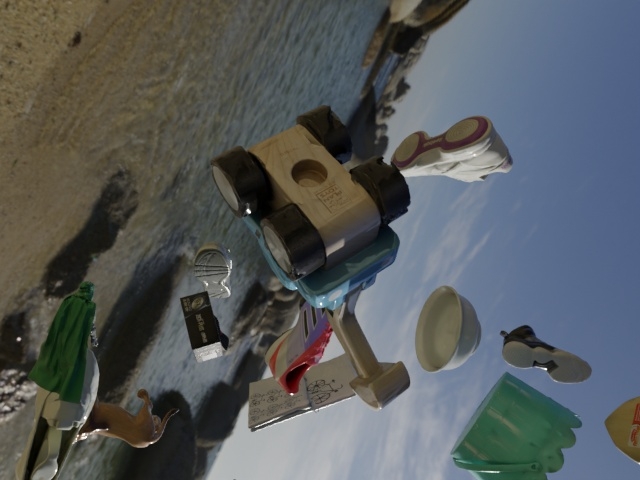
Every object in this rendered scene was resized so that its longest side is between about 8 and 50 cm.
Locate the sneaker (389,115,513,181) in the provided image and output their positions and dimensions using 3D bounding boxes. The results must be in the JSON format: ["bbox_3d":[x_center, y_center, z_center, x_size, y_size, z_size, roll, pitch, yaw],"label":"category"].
[{"bbox_3d":[0.270,-0.167,1.127,0.305,0.152,0.114,1,-121,58],"label":"sneaker"}]

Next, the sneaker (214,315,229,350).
[{"bbox_3d":[-0.347,0.290,1.626,0.057,0.075,0.161,-81,158,-47],"label":"sneaker"}]

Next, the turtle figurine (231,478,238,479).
[{"bbox_3d":[-0.181,0.813,1.476,0.266,0.274,0.198,114,-1,-61],"label":"turtle figurine"}]

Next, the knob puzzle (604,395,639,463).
[{"bbox_3d":[0.802,0.463,1.279,0.213,0.030,0.213,-36,-159,17],"label":"knob puzzle"}]

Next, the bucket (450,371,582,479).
[{"bbox_3d":[0.440,0.455,1.202,0.281,0.183,0.281,-45,156,-26],"label":"bucket"}]

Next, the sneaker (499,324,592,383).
[{"bbox_3d":[0.684,0.339,1.603,0.153,0.268,0.101,-69,174,-66],"label":"sneaker"}]

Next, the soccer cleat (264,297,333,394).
[{"bbox_3d":[-0.014,0.214,1.192,0.318,0.108,0.116,-55,-132,23],"label":"soccer cleat"}]

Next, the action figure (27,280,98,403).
[{"bbox_3d":[-0.502,0.194,1.058,0.063,0.137,0.232,2,106,-77],"label":"action figure"}]

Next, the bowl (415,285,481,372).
[{"bbox_3d":[0.451,0.312,1.775,0.298,0.134,0.298,-165,-90,-76],"label":"bowl"}]

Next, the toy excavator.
[{"bbox_3d":[0.024,0.058,0.938,0.222,0.433,0.445,-32,153,-19],"label":"toy excavator"}]

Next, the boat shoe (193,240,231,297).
[{"bbox_3d":[-0.346,0.086,1.714,0.320,0.118,0.103,92,-5,-60],"label":"boat shoe"}]

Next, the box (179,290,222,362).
[{"bbox_3d":[-0.327,0.242,1.443,0.180,0.077,0.148,108,-35,-64],"label":"box"}]

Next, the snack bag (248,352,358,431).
[{"bbox_3d":[-0.046,0.428,1.526,0.323,0.342,0.037,-138,-149,-82],"label":"snack bag"}]

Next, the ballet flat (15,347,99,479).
[{"bbox_3d":[-0.630,0.450,1.258,0.139,0.139,0.401,-63,177,-81],"label":"ballet flat"}]

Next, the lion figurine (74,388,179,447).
[{"bbox_3d":[-0.601,0.529,1.518,0.240,0.391,0.142,-138,-116,-66],"label":"lion figurine"}]
